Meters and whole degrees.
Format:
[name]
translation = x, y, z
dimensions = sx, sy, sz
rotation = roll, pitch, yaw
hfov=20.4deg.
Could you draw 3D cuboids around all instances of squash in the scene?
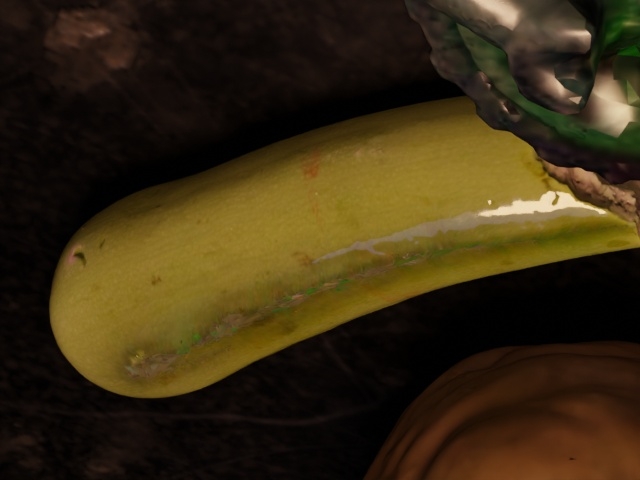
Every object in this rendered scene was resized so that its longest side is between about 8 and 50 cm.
[squash]
translation = 0.000, 0.000, 0.675
dimensions = 0.250, 0.083, 0.083
rotation = -18, 128, 26

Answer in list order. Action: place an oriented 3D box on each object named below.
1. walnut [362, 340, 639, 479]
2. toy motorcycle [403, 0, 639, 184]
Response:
[walnut]
translation = 0.112, 0.168, 0.704
dimensions = 0.273, 0.227, 0.273
rotation = 5, 136, 5
[toy motorcycle]
translation = 0.036, -0.185, 0.398
dimensions = 0.237, 0.168, 0.410
rotation = 14, 136, 12
